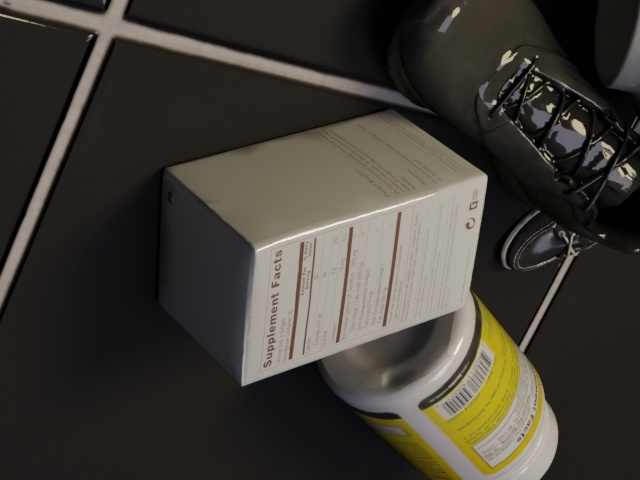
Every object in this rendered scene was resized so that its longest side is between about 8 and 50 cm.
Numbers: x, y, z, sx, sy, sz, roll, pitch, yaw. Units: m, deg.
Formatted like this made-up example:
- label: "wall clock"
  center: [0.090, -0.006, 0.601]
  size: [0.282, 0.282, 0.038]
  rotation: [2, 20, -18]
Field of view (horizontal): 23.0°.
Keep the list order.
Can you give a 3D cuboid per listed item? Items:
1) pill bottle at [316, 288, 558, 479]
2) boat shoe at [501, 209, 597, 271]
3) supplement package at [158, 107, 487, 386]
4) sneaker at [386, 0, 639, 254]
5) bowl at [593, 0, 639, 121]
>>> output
- label: "pill bottle"
  center: [0.092, 0.107, 1.142]
  size: [0.119, 0.119, 0.208]
  rotation: [-46, 139, -4]
- label: "boat shoe"
  center: [0.195, -0.008, 1.207]
  size: [0.125, 0.038, 0.046]
  rotation: [-26, 134, -24]
- label: "supplement package"
  center: [0.000, 0.000, 0.994]
  size: [0.179, 0.105, 0.105]
  rotation: [-17, 129, -31]
- label: "sneaker"
  center: [0.153, -0.082, 1.049]
  size: [0.109, 0.130, 0.286]
  rotation: [-51, 138, 5]
- label: "bowl"
  center: [0.273, -0.148, 1.047]
  size: [0.156, 0.289, 0.289]
  rotation: [7, 120, -5]
